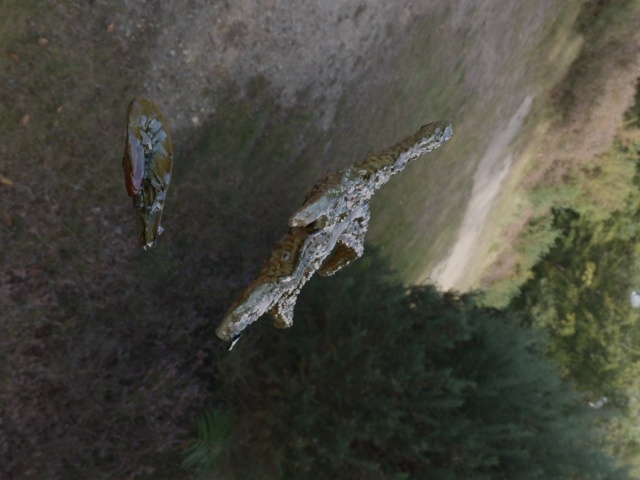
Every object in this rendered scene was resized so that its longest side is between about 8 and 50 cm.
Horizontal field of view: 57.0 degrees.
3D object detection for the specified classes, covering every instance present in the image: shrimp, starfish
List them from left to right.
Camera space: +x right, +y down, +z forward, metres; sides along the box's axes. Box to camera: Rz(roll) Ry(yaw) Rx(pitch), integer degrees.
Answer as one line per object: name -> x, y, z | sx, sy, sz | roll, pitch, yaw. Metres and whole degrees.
shrimp -> -0.302, -0.128, 1.019 | 0.152, 0.063, 0.287 | 77, 8, -63
starfish -> -0.003, -0.003, 0.536 | 0.299, 0.060, 0.302 | -49, 170, 20
